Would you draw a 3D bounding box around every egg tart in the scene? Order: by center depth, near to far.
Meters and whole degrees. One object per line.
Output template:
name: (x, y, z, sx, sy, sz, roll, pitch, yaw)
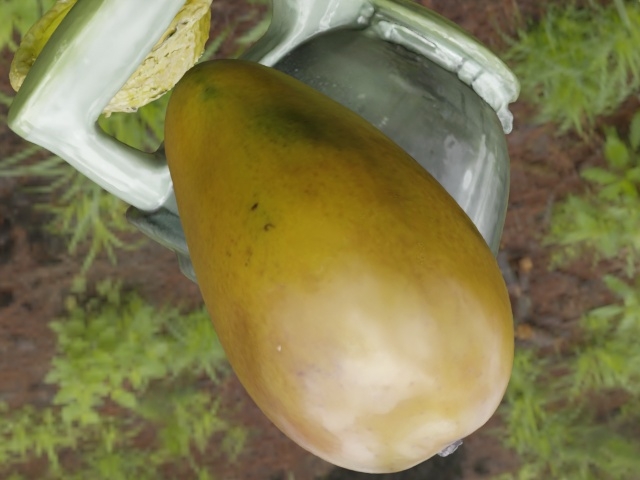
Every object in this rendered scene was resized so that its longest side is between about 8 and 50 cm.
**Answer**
egg tart: (-0.263, -0.284, 1.882, 0.345, 0.345, 0.132, -24, 124, 20)

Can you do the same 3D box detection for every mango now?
mango: (0.003, 0.005, 0.450, 0.089, 0.163, 0.111, -29, 128, -2)

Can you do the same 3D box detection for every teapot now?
teapot: (-0.013, -0.067, 0.908, 0.321, 0.239, 0.239, 29, 175, -1)
